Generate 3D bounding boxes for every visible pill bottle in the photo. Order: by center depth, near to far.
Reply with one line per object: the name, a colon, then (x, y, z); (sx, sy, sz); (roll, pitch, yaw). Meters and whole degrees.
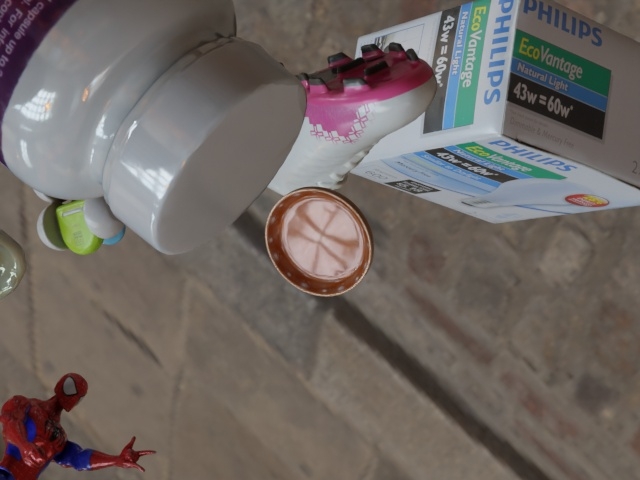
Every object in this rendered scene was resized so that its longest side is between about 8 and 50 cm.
pill bottle: (-0.158, -0.130, 0.823); (0.301, 0.169, 0.169); (40, 148, 17)

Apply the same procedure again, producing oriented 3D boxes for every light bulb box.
light bulb box: (0.283, -0.187, 2.104); (0.358, 0.225, 0.361); (17, 166, -34)

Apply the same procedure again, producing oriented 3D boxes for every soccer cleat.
soccer cleat: (0.009, -0.103, 1.346); (0.331, 0.116, 0.143); (3, 118, 55)

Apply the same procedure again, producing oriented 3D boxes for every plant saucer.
plant saucer: (0.000, 0.000, 1.014); (0.083, 0.013, 0.083); (9, 114, 20)

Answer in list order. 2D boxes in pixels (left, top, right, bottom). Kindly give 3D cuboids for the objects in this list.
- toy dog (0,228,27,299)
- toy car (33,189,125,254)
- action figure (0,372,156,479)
toy dog: (-0.548, -0.093, 1.438); (0.395, 0.284, 0.408); (41, -166, -48)
toy car: (-0.353, -0.068, 2.173); (0.159, 0.136, 0.182); (-15, 80, 36)
action figure: (-0.251, 0.224, 1.182); (0.139, 0.280, 0.091); (-7, 134, 39)
